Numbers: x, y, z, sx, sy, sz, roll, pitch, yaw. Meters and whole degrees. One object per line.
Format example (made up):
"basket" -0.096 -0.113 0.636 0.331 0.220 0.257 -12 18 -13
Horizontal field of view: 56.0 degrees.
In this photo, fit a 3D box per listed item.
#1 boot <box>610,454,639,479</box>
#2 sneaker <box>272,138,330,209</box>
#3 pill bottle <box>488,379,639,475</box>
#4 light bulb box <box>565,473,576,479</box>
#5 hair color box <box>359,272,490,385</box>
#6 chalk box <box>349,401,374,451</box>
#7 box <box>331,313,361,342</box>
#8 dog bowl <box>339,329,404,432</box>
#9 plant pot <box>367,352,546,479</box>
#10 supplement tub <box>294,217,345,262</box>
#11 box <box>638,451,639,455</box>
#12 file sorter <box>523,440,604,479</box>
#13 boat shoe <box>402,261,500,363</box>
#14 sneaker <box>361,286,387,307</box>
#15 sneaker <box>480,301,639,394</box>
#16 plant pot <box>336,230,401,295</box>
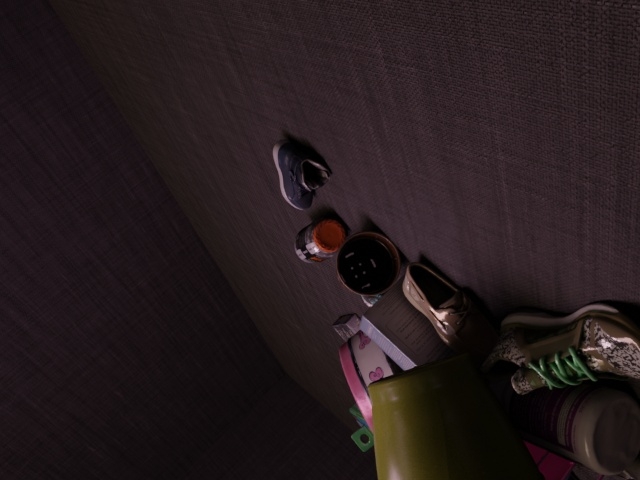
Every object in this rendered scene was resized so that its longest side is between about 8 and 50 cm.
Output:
"boot" 0.640 0.499 1.276 0.208 0.076 0.189 -9 105 59
"sneaker" -0.037 -0.145 1.597 0.163 0.086 0.226 34 156 42
"pill bottle" 0.505 0.366 1.286 0.169 0.169 0.301 55 160 -19
"light bulb box" 0.523 0.749 1.699 0.361 0.358 0.225 49 163 -5
"hair color box" 0.298 0.272 1.525 0.374 0.185 0.113 42 160 18
"chalk box" 0.244 0.653 2.221 0.180 0.289 0.179 54 160 -17
"box" 0.157 0.380 2.239 0.231 0.056 0.183 49 160 -2
"dog bowl" 0.196 0.449 1.852 0.408 0.150 0.408 61 -174 -12
"plant pot" 0.262 0.438 1.277 0.366 0.367 0.352 124 129 -71
"supplement tub" 0.000 0.000 1.751 0.117 0.117 0.190 50 162 -4
"box" 0.719 0.494 1.265 0.186 0.038 0.145 22 148 53
"file sorter" 0.524 0.524 1.507 0.290 0.202 0.182 46 158 6
"boat shoe" 0.312 0.167 1.420 0.302 0.109 0.098 45 163 26
"sneaker" 0.190 0.175 1.788 0.166 0.065 0.076 33 139 30
"sneaker" 0.449 0.233 1.125 0.158 0.182 0.410 50 161 -4
"plant pot" 0.114 0.070 1.600 0.167 0.167 0.165 47 170 3
